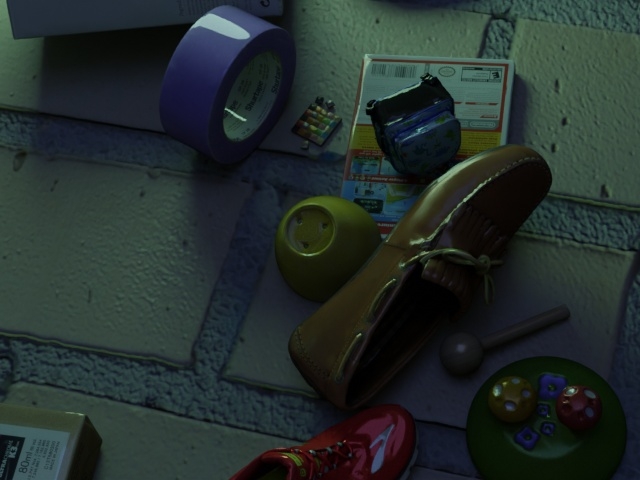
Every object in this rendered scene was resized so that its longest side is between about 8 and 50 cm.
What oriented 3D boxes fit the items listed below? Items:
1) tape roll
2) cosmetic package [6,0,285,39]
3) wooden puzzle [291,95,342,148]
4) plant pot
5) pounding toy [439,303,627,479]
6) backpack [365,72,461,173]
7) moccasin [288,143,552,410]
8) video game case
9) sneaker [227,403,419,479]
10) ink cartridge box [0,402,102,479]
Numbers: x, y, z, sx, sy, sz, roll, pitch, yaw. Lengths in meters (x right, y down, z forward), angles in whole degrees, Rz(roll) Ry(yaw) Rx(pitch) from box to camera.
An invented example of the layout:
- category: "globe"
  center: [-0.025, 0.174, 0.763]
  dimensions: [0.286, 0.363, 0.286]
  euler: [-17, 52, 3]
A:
- category: "tape roll"
  center: [-0.117, -0.198, 1.992]
  dimensions: [0.080, 0.189, 0.189]
  euler: [27, 67, 23]
- category: "cosmetic package"
  center: [-0.230, -0.380, 2.101]
  dimensions: [0.365, 0.155, 0.197]
  euler: [-4, 26, 4]
- category: "wooden puzzle"
  center: [-0.005, -0.152, 2.054]
  dimensions: [0.049, 0.006, 0.083]
  euler: [28, 67, 23]
- category: "plant pot"
  center: [0.000, 0.000, 1.889]
  dimensions: [0.134, 0.095, 0.134]
  euler: [-4, 74, 13]
- category: "pounding toy"
  center: [0.243, 0.173, 1.760]
  dimensions: [0.183, 0.110, 0.237]
  euler: [-19, 59, -3]
- category: "backpack"
  center: [0.121, -0.132, 1.929]
  dimensions: [0.105, 0.114, 0.084]
  euler: [-26, 60, -4]
- category: "moccasin"
  center: [0.132, 0.042, 1.810]
  dimensions: [0.380, 0.139, 0.147]
  euler: [-41, 43, -10]
- category: "video game case"
  center: [0.136, -0.116, 1.999]
  dimensions: [0.204, 0.025, 0.285]
  euler: [4, 60, 11]
- category: "sneaker"
  center: [-0.011, 0.265, 1.739]
  dimensions: [0.279, 0.118, 0.107]
  euler: [-30, 60, -9]
- category: "ink cartridge box"
  center: [-0.376, 0.307, 1.790]
  dimensions: [0.193, 0.088, 0.234]
  euler: [6, 61, 11]
